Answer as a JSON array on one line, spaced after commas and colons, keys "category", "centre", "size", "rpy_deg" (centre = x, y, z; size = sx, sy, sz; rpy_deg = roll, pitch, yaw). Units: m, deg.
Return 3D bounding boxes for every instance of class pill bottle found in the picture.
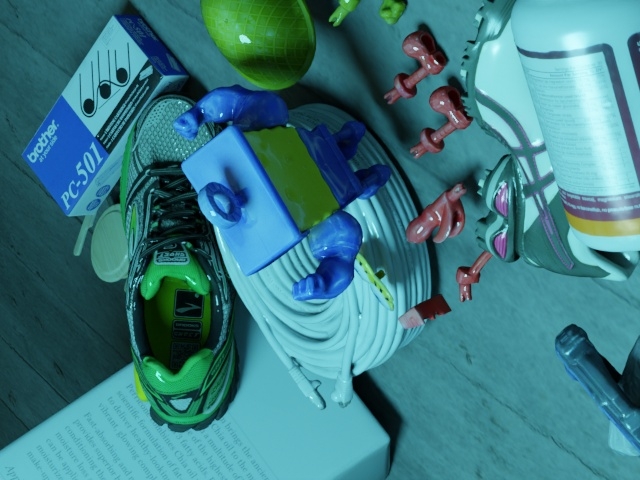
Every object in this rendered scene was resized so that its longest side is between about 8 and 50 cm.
[{"category": "pill bottle", "centre": [0.193, -0.114, 1.199], "size": [0.121, 0.121, 0.221], "rpy_deg": [16, 130, 58]}]

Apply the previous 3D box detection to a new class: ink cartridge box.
[{"category": "ink cartridge box", "centre": [-0.231, -0.132, 1.979], "size": [0.097, 0.046, 0.207], "rpy_deg": [51, 121, 22]}]

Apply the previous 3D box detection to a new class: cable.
[{"category": "cable", "centre": [0.000, 0.000, 1.714], "size": [0.257, 0.089, 0.257], "rpy_deg": [52, 144, 21]}]

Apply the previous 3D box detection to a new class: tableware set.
[{"category": "tableware set", "centre": [-0.195, -0.046, 2.003], "size": [0.128, 0.039, 0.194], "rpy_deg": [31, 105, 47]}]

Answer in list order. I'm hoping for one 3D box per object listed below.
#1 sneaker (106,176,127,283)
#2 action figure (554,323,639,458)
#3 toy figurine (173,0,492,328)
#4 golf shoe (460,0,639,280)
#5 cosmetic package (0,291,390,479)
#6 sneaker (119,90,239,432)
[{"category": "sneaker", "centre": [-0.170, -0.030, 2.066], "size": [0.130, 0.087, 0.227], "rpy_deg": [-12, 89, 41]}, {"category": "action figure", "centre": [0.334, 0.149, 1.237], "size": [0.341, 0.178, 0.330], "rpy_deg": [48, 172, -30]}, {"category": "toy figurine", "centre": [-0.024, -0.082, 1.473], "size": [0.191, 0.217, 0.362], "rpy_deg": [-34, 83, 41]}, {"category": "golf shoe", "centre": [0.175, -0.084, 1.326], "size": [0.120, 0.105, 0.273], "rpy_deg": [24, 146, 31]}, {"category": "cosmetic package", "centre": [-0.173, 0.266, 1.909], "size": [0.230, 0.453, 0.161], "rpy_deg": [52, 168, 19]}, {"category": "sneaker", "centre": [-0.131, 0.008, 1.840], "size": [0.146, 0.134, 0.343], "rpy_deg": [95, 169, -71]}]
